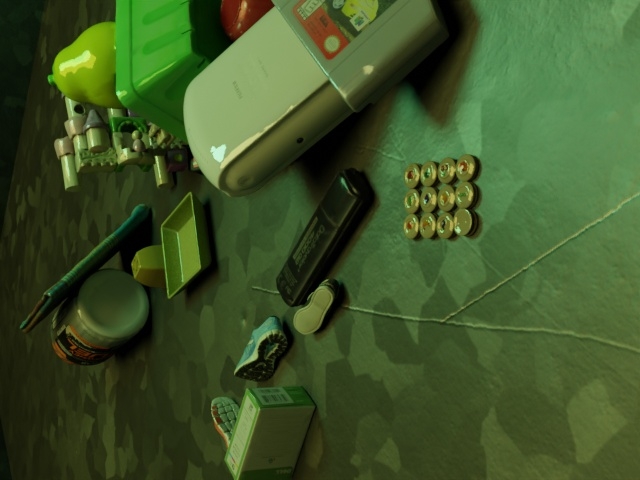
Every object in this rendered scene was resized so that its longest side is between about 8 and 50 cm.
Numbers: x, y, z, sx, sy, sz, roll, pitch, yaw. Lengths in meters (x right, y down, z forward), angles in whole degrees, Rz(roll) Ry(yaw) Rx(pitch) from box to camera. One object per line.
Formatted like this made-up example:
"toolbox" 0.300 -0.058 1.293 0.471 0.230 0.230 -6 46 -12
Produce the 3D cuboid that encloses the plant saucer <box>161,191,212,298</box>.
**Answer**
"plant saucer" -0.297 0.014 1.774 0.188 0.045 0.188 -38 55 49

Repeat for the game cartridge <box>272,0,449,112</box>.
"game cartridge" 0.055 -0.345 1.162 0.196 0.060 0.294 -39 54 10

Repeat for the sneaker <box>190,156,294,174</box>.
"sneaker" -0.137 -0.195 1.515 0.314 0.116 0.136 -14 65 49

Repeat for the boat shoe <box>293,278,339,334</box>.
"boat shoe" -0.006 0.109 1.312 0.046 0.038 0.125 34 131 7

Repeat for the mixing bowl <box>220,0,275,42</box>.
"mixing bowl" -0.131 -0.441 1.520 0.181 0.098 0.181 -13 75 57

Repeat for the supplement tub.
"supplement tub" -0.589 0.213 2.072 0.316 0.194 0.193 -38 55 50

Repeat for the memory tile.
"memory tile" 0.162 -0.058 1.091 0.148 0.012 0.113 -3 84 57

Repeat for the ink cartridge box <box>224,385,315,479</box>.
"ink cartridge box" -0.095 0.353 1.355 0.062 0.109 0.209 43 123 51

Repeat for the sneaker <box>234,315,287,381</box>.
"sneaker" -0.107 0.200 1.458 0.162 0.063 0.073 -52 27 35

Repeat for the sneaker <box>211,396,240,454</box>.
"sneaker" -0.181 0.378 1.537 0.158 0.061 0.064 61 141 42

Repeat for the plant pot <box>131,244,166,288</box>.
"plant pot" -0.408 0.061 1.908 0.081 0.083 0.081 -55 43 39

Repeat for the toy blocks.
"toy blocks" -0.440 -0.286 1.800 0.309 0.289 0.260 -36 62 56

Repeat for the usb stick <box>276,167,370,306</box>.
"usb stick" 0.000 0.000 1.310 0.077 0.045 0.278 59 133 33

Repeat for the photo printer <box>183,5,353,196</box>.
"photo printer" -0.096 -0.235 1.322 0.307 0.107 0.256 -37 50 16

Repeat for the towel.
"towel" -0.601 0.069 2.019 0.040 0.370 0.271 45 139 -6

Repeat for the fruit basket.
"fruit basket" -0.350 -0.362 1.622 0.392 0.283 0.392 -19 58 34
